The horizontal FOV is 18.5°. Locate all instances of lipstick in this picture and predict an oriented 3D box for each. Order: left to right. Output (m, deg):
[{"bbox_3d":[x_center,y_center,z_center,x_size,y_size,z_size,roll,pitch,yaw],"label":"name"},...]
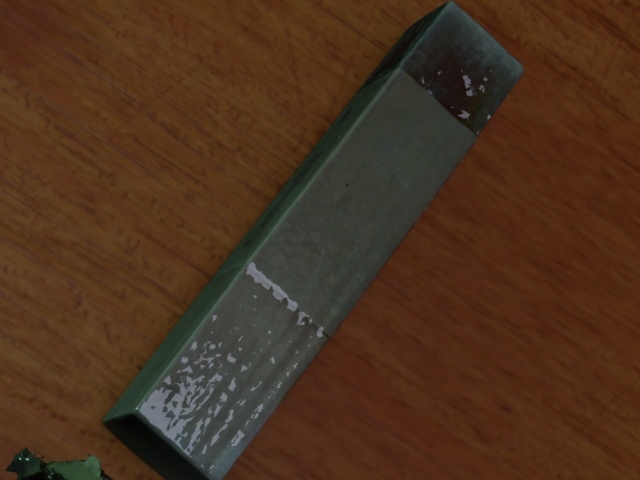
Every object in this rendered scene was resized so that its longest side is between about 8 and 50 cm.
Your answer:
[{"bbox_3d":[0.000,0.000,1.318,0.080,0.076,0.371,43,66,-11],"label":"lipstick"}]

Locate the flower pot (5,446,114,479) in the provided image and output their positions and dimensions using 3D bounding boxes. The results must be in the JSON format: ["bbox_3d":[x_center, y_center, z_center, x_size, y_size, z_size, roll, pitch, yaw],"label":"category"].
[{"bbox_3d":[-0.094,0.296,1.129,0.259,0.290,0.290,27,69,-29],"label":"flower pot"}]
